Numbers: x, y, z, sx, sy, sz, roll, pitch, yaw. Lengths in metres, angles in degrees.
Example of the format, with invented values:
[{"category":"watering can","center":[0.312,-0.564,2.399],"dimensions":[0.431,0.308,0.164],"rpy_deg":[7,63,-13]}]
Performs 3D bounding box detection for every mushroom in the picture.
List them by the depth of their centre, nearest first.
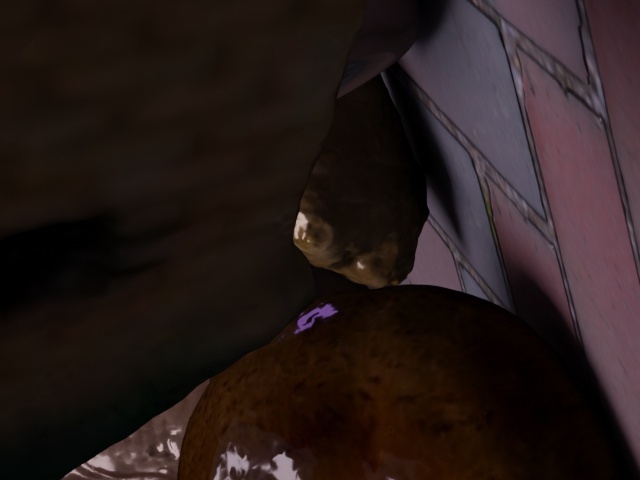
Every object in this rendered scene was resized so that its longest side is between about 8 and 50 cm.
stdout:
[{"category":"mushroom","center":[0.056,0.142,0.972],"dimensions":[0.254,0.267,0.267],"rpy_deg":[-55,-48,-56]}]

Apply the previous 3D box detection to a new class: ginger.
[{"category":"ginger","center":[-0.010,-0.113,1.071],"dimensions":[0.131,0.086,0.295],"rpy_deg":[-19,-86,-56]}]

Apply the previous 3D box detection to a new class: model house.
[{"category":"model house","center":[-0.134,-0.134,0.650],"dimensions":[0.382,0.334,0.343],"rpy_deg":[58,146,32]}]

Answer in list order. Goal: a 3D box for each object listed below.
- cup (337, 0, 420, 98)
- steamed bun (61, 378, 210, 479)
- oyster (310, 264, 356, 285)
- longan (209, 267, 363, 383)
[{"category":"cup","center":[-0.088,-0.142,0.947],"dimensions":[0.200,0.252,0.191],"rpy_deg":[66,-160,3]},{"category":"steamed bun","center":[-0.116,0.087,1.611],"dimensions":[0.199,0.251,0.301],"rpy_deg":[12,-102,-62]},{"category":"oyster","center":[0.000,-0.001,1.542],"dimensions":[0.098,0.037,0.100],"rpy_deg":[80,167,-61]},{"category":"longan","center":[-0.003,0.114,1.411],"dimensions":[0.167,0.167,0.187],"rpy_deg":[-127,20,-67]}]
